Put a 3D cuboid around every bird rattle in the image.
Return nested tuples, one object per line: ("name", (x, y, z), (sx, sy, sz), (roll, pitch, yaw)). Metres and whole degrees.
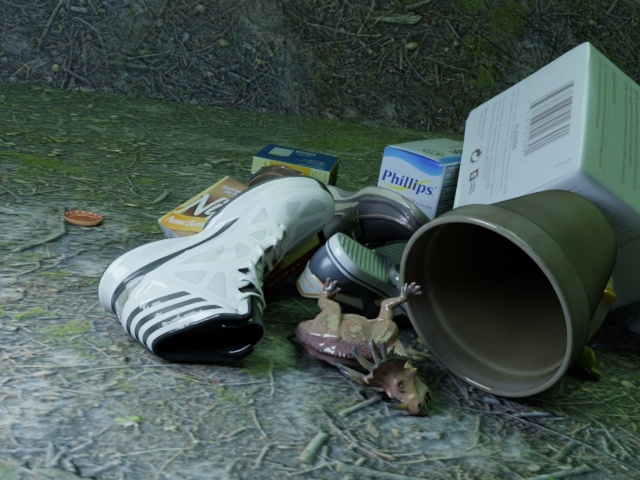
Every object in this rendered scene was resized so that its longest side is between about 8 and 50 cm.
("bird rattle", (0.476, 0.132, 1.783), (0.143, 0.207, 0.253), (28, 26, -3))

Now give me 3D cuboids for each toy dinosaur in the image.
("toy dinosaur", (0.048, 0.165, 1.546), (0.296, 0.127, 0.200), (6, 35, 26))

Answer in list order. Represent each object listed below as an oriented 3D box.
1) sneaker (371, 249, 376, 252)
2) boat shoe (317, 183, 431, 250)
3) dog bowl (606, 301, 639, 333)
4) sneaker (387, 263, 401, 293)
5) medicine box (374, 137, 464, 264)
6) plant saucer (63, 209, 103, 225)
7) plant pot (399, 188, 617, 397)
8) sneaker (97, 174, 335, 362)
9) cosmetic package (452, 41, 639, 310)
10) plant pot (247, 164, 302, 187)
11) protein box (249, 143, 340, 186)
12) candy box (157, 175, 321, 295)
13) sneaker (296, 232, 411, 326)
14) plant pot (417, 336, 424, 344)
("sneaker", (0.084, 0.042, 1.983), (0.115, 0.090, 0.232), (29, 33, -28))
("boat shoe", (0.074, -0.020, 1.854), (0.132, 0.130, 0.355), (41, -18, -30))
("dog bowl", (0.759, 0.129, 2.098), (0.349, 0.102, 0.349), (9, 16, -3))
("sneaker", (0.209, 0.061, 1.738), (0.227, 0.130, 0.087), (21, 35, -56))
("medicine box", (0.239, -0.060, 2.085), (0.149, 0.289, 0.263), (20, 19, 31))
("plant saucer", (-0.514, -0.047, 2.087), (0.084, 0.013, 0.083), (9, 16, -2))
("plant pot", (0.342, 0.052, 1.598), (0.323, 0.323, 0.280), (23, 40, 37))
("sneaker", (-0.113, 0.068, 1.597), (0.448, 0.169, 0.257), (-28, 49, -24))
("cosmetic package", (0.521, -0.101, 1.908), (0.394, 0.327, 0.329), (33, 52, -24))
("plant pot", (-0.119, -0.068, 2.157), (0.167, 0.167, 0.165), (14, 25, 14))
("protein box", (-0.068, -0.151, 2.476), (0.200, 0.136, 0.201), (12, 17, 6))
("candy box", (-0.163, -0.008, 1.907), (0.183, 0.087, 0.316), (-35, 36, -22))
("sneaker", (0.078, 0.093, 1.764), (0.321, 0.127, 0.126), (32, 24, -45))
("plant pot", (0.236, 0.153, 1.742), (0.081, 0.083, 0.081), (-6, 22, -43))
